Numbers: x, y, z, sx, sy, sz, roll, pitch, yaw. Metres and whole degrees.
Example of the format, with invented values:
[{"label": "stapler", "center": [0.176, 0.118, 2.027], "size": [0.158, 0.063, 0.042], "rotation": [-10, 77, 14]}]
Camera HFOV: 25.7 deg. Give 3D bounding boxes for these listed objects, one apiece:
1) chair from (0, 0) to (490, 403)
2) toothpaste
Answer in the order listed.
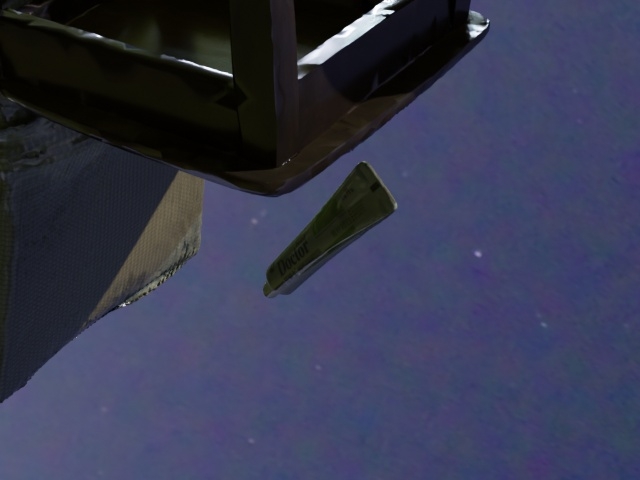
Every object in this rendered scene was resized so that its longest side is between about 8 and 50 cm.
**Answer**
[{"label": "chair", "center": [-0.047, -0.066, 0.548], "size": [0.186, 0.319, 0.160], "rotation": [16, -143, 26]}, {"label": "toothpaste", "center": [0.000, 0.000, 1.154], "size": [0.048, 0.029, 0.197], "rotation": [57, -40, 9]}]
